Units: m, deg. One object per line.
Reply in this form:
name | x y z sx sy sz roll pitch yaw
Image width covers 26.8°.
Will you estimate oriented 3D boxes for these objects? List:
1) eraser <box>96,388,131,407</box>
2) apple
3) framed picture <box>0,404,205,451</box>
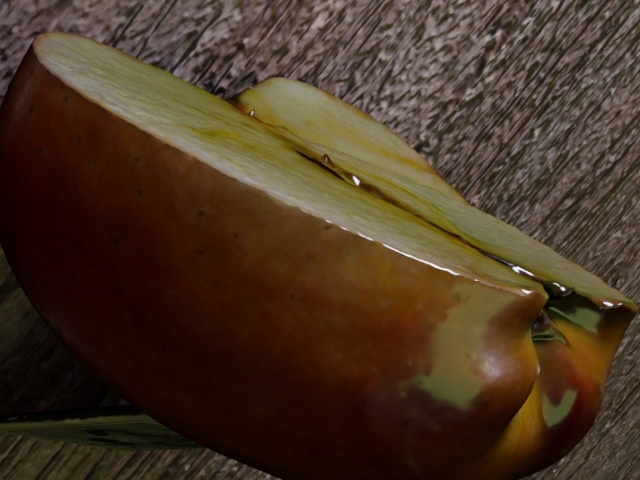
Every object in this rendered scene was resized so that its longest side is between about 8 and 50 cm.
eraser | -0.136 0.108 1.039 0.083 0.019 0.038 -52 143 7
apple | 0.000 0.000 0.808 0.328 0.365 0.295 -38 144 -28
framed picture | -0.134 0.137 0.960 0.195 0.199 0.010 21 66 -51
